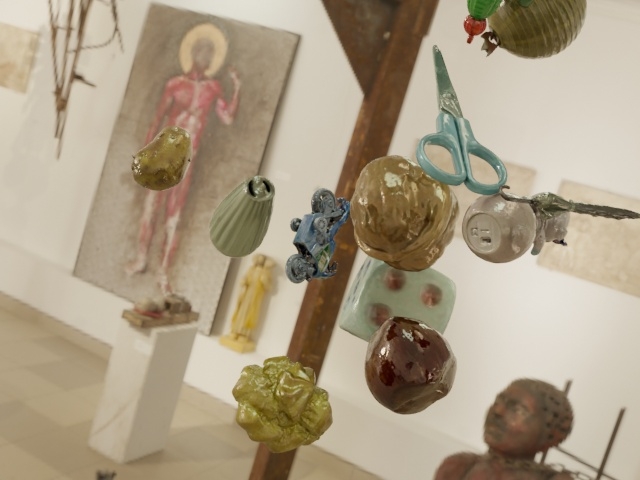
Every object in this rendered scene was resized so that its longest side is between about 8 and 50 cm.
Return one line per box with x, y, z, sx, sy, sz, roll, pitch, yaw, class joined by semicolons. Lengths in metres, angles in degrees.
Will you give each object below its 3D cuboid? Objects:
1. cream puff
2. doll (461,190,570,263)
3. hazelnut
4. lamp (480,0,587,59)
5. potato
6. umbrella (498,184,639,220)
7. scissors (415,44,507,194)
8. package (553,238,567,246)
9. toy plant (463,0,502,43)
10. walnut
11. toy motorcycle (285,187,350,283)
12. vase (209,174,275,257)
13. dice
-0.071;0.340;1.587;0.221;0.194;0.195;38;-1;-22;cream puff
0.411;-0.039;1.545;0.287;0.150;0.151;-12;25;-42;doll
0.206;0.277;1.737;0.218;0.233;0.218;11;46;-11;hazelnut
0.512;-0.555;1.882;0.250;0.284;0.250;54;5;-7;lamp
-0.378;-0.196;1.859;0.137;0.176;0.137;40;-12;10;potato
0.375;-0.041;1.104;0.269;0.044;0.044;9;50;-18;umbrella
0.268;-0.269;1.570;0.193;0.029;0.447;12;47;-16;scissors
0.594;-0.020;1.948;0.077;0.033;0.110;14;28;-15;package
0.384;-0.577;1.728;0.088;0.154;0.240;21;-27;9;toy plant
0.214;-0.064;1.934;0.285;0.285;0.296;25;-12;50;walnut
0.000;0.000;1.754;0.092;0.254;0.135;-3;-33;45;toy motorcycle
-0.164;-0.056;1.659;0.128;0.128;0.248;15;-31;-14;vase
0.221;0.190;2.204;0.268;0.262;0.264;24;-6;-4;dice
